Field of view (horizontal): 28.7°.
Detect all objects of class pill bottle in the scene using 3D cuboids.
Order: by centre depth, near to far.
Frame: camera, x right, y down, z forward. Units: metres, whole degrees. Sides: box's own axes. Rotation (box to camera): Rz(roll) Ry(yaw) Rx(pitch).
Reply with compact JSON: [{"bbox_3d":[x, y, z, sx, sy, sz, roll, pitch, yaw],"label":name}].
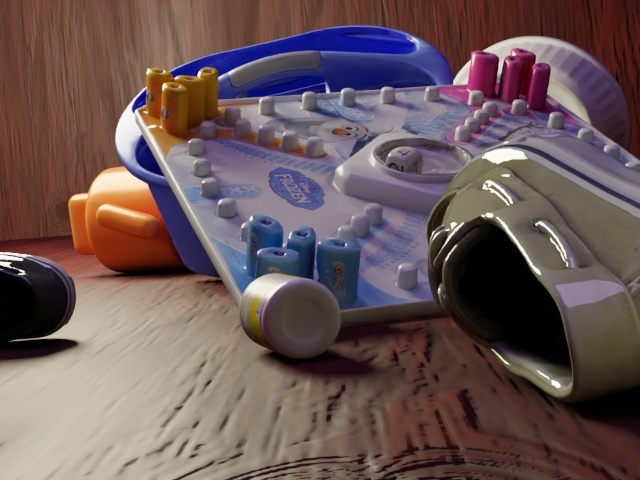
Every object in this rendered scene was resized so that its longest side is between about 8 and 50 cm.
[{"bbox_3d":[-0.020,0.040,0.693,0.043,0.043,0.083,-6,3,-16],"label":"pill bottle"}]

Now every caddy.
[{"bbox_3d":[-0.032,-0.110,1.264,0.341,0.179,0.241,-13,40,-2],"label":"caddy"}]

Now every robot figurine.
[{"bbox_3d":[-0.183,-0.026,1.447,0.219,0.128,0.158,-4,-31,22],"label":"robot figurine"}]

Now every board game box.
[{"bbox_3d":[0.081,-0.065,0.989,0.390,0.050,0.390,-6,27,-18],"label":"board game box"}]

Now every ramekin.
[{"bbox_3d":[0.289,-0.143,1.740,0.273,0.273,0.127,-4,15,22],"label":"ramekin"}]

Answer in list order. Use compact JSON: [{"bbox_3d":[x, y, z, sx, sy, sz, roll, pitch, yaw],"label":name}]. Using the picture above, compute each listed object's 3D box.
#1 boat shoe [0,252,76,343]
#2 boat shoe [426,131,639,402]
[{"bbox_3d":[-0.284,0.043,0.842,0.228,0.080,0.076,3,2,4],"label":"boat shoe"},{"bbox_3d":[0.099,0.007,0.590,0.094,0.109,0.302,-7,6,-12],"label":"boat shoe"}]
